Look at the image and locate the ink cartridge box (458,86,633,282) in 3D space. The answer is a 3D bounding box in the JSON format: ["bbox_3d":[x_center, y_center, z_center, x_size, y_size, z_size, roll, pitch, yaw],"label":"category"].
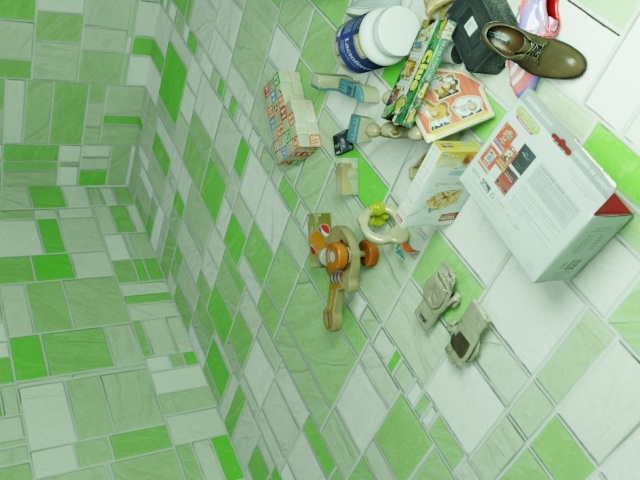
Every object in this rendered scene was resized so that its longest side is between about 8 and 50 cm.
[{"bbox_3d":[0.472,-0.116,1.421,0.309,0.130,0.271,63,140,33],"label":"ink cartridge box"}]

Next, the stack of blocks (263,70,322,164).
[{"bbox_3d":[-0.100,-0.427,2.368,0.171,0.087,0.297,-30,67,56],"label":"stack of blocks"}]

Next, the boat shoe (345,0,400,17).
[{"bbox_3d":[0.154,-0.664,1.948,0.228,0.079,0.081,24,96,56],"label":"boat shoe"}]

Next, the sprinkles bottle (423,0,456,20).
[{"bbox_3d":[0.275,-0.718,1.686,0.121,0.121,0.355,-33,66,55],"label":"sprinkles bottle"}]

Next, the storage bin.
[{"bbox_3d":[0.375,-0.484,1.583,0.122,0.084,0.180,-47,55,51],"label":"storage bin"}]

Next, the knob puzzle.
[{"bbox_3d":[0.299,-0.343,1.646,0.030,0.213,0.213,56,-170,-62],"label":"knob puzzle"}]

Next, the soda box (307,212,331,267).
[{"bbox_3d":[0.000,0.000,2.277,0.058,0.061,0.181,-5,89,59],"label":"soda box"}]

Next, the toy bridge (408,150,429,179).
[{"bbox_3d":[0.293,-0.204,1.806,0.188,0.026,0.063,-8,84,59],"label":"toy bridge"}]

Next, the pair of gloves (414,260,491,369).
[{"bbox_3d":[0.339,0.193,1.762,0.240,0.042,0.204,54,140,44],"label":"pair of gloves"}]

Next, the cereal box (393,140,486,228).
[{"bbox_3d":[0.298,-0.133,1.666,0.047,0.173,0.240,58,140,36],"label":"cereal box"}]

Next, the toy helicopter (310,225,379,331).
[{"bbox_3d":[0.045,0.118,2.151,0.235,0.140,0.354,41,130,52],"label":"toy helicopter"}]

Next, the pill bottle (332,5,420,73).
[{"bbox_3d":[0.150,-0.540,1.851,0.265,0.153,0.153,-168,76,-66],"label":"pill bottle"}]

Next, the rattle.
[{"bbox_3d":[0.192,-0.004,1.959,0.200,0.130,0.142,43,146,14],"label":"rattle"}]

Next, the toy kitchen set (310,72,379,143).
[{"bbox_3d":[0.063,-0.399,2.070,0.207,0.122,0.166,39,126,51],"label":"toy kitchen set"}]

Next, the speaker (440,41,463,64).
[{"bbox_3d":[0.304,-0.473,1.730,0.136,0.055,0.055,29,118,54],"label":"speaker"}]

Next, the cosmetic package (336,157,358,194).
[{"bbox_3d":[0.082,-0.197,2.122,0.041,0.060,0.115,6,100,58],"label":"cosmetic package"}]

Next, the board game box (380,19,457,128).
[{"bbox_3d":[0.232,-0.402,1.651,0.259,0.030,0.136,-67,26,9],"label":"board game box"}]

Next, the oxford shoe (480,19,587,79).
[{"bbox_3d":[0.430,-0.381,1.401,0.096,0.227,0.082,-50,-21,-69],"label":"oxford shoe"}]

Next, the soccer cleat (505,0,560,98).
[{"bbox_3d":[0.459,-0.424,1.462,0.095,0.083,0.247,18,108,47],"label":"soccer cleat"}]

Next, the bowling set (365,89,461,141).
[{"bbox_3d":[0.224,-0.351,1.778,0.287,0.154,0.199,12,104,57],"label":"bowling set"}]

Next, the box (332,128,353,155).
[{"bbox_3d":[0.071,-0.308,2.167,0.083,0.018,0.067,-13,82,58],"label":"box"}]
